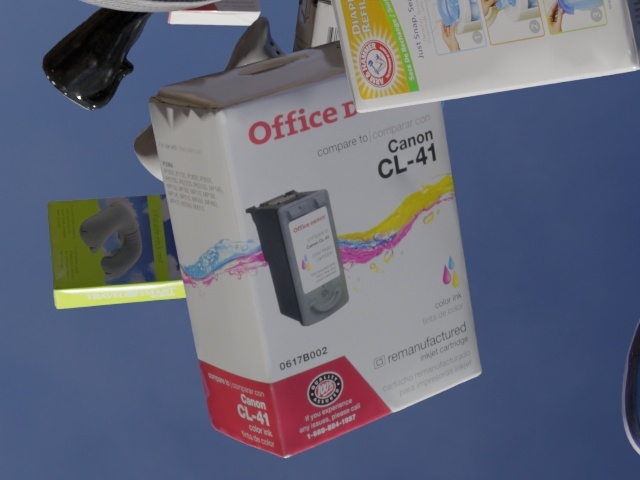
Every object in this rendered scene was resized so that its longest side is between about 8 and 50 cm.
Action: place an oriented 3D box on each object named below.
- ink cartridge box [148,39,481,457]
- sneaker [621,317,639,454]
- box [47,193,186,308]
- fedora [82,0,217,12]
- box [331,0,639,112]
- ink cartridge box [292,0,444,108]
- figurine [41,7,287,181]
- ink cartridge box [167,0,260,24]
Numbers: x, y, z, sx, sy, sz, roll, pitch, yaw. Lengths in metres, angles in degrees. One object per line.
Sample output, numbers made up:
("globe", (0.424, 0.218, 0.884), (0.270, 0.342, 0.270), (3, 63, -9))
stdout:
("ink cartridge box", (0.000, 0.000, 1.403), (0.226, 0.306, 0.131), (-20, -160, -29))
("sneaker", (0.358, 0.056, 1.395), (0.323, 0.130, 0.236), (-61, 171, 3))
("box", (-0.188, 0.009, 1.682), (0.178, 0.042, 0.109), (-5, -120, -10))
("fedora", (-0.120, -0.262, 0.900), (0.243, 0.275, 0.124), (-30, 173, -47))
("box", (0.115, -0.141, 0.917), (0.203, 0.103, 0.114), (-5, -169, 46))
("ink cartridge box", (0.059, -0.240, 1.636), (0.148, 0.203, 0.086), (5, -166, -15))
("figurine", (-0.152, -0.193, 1.754), (0.209, 0.215, 0.092), (-43, -167, 19))
("ink cartridge box", (-0.136, -0.376, 2.064), (0.115, 0.198, 0.067), (0, 172, -8))
